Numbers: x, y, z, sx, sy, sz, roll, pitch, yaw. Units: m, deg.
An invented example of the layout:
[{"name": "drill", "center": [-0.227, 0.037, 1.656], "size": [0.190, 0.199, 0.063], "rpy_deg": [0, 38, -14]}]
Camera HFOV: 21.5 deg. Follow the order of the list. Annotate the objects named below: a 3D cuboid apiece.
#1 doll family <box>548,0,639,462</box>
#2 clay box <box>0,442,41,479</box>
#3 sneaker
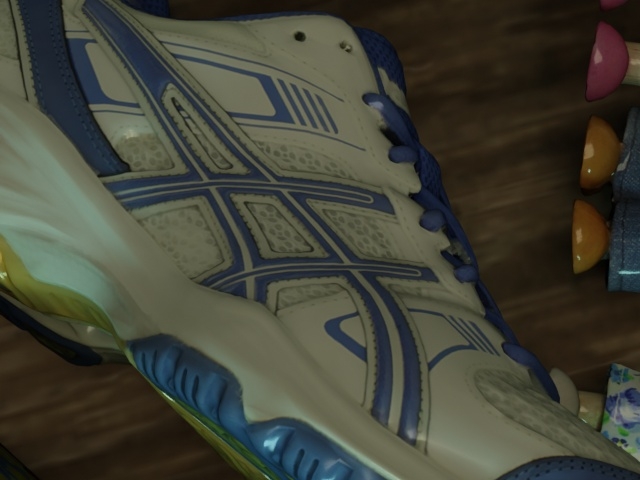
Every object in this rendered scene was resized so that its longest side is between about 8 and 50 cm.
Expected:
[{"name": "doll family", "center": [0.156, 0.025, 0.521], "size": [0.163, 0.118, 0.263], "rpy_deg": [9, 85, 12]}, {"name": "clay box", "center": [-0.054, 0.131, 0.478], "size": [0.222, 0.127, 0.053], "rpy_deg": [43, 83, -3]}, {"name": "sneaker", "center": [0.000, 0.000, 0.463], "size": [0.296, 0.112, 0.131], "rpy_deg": [33, 75, 22]}]
